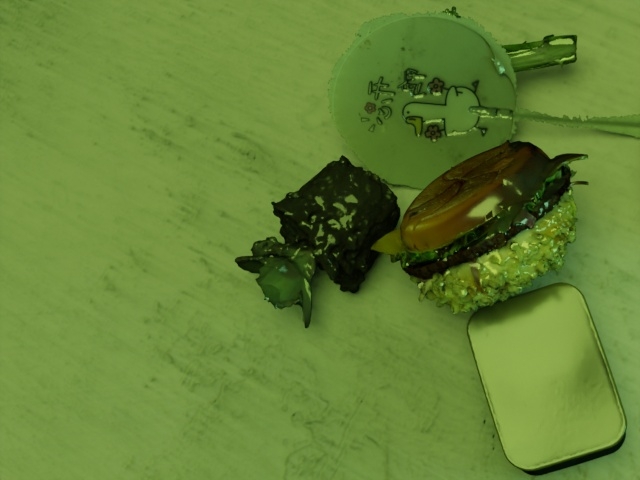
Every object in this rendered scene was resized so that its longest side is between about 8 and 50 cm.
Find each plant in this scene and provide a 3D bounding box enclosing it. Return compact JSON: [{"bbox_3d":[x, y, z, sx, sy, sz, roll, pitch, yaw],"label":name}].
[{"bbox_3d":[0.000,0.000,1.735,0.142,0.131,0.203,34,85,19],"label":"plant"}]

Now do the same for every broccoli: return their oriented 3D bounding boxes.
[{"bbox_3d":[0.220,-0.228,1.760,0.204,0.118,0.122,-1,47,19],"label":"broccoli"}]

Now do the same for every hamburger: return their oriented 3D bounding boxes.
[{"bbox_3d":[0.202,-0.017,1.646,0.262,0.243,0.138,-39,104,-21],"label":"hamburger"}]

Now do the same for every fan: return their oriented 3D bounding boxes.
[{"bbox_3d":[0.213,-0.159,1.741,0.415,0.012,0.233,9,116,2],"label":"fan"}]

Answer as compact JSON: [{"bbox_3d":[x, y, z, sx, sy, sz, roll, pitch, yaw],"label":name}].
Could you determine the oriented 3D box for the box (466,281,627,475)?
[{"bbox_3d":[0.264,0.164,1.632,0.144,0.090,0.201,-20,69,8],"label":"box"}]
